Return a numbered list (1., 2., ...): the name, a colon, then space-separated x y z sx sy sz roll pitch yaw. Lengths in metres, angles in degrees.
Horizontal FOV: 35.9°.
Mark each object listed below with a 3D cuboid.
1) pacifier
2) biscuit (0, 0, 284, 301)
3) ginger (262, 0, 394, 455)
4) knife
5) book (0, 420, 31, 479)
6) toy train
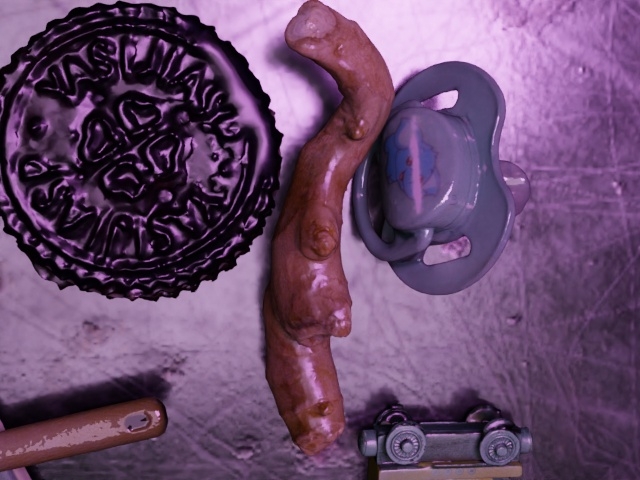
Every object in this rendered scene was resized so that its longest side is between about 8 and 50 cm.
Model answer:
1. pacifier: 0.086 -0.035 0.640 0.116 0.127 0.150 10 64 -45
2. biscuit: -0.117 -0.053 0.624 0.194 0.053 0.194 -1 97 -6
3. ginger: 0.000 0.000 0.611 0.075 0.089 0.288 1 109 -19
4. knife: -0.245 0.133 0.620 0.298 0.017 0.047 -13 96 -4
5. book: -0.271 0.294 0.658 0.264 0.031 0.379 -25 99 -3
6. toy train: 0.084 0.154 0.677 0.122 0.050 0.081 2 101 -8
